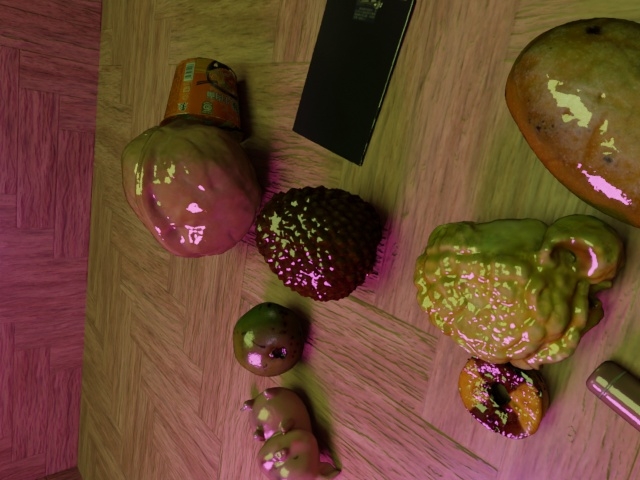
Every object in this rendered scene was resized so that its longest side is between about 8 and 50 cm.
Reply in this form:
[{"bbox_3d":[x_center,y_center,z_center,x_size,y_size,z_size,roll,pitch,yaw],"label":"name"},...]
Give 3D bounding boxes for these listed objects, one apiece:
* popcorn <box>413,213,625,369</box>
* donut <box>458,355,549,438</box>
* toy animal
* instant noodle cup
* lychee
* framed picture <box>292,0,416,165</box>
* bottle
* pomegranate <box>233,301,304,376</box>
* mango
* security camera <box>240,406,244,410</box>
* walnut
[{"bbox_3d":[0.276,0.078,0.672,0.286,0.174,0.225,-1,98,40],"label":"popcorn"},{"bbox_3d":[0.295,0.241,0.737,0.140,0.059,0.140,2,93,47],"label":"donut"},{"bbox_3d":[-0.086,0.477,1.099,0.166,0.154,0.250,-35,59,18],"label":"toy animal"},{"bbox_3d":[-0.329,-0.387,1.303,0.230,0.230,0.182,-12,73,48],"label":"instant noodle cup"},{"bbox_3d":[0.000,0.000,0.922,0.236,0.271,0.235,-35,39,34],"label":"lychee"},{"bbox_3d":[0.056,-0.367,1.016,0.255,0.014,0.338,36,118,41],"label":"framed picture"},{"bbox_3d":[0.422,0.221,0.599,0.140,0.053,0.053,45,123,37],"label":"bottle"},{"bbox_3d":[-0.136,0.246,1.146,0.210,0.179,0.179,148,113,-66],"label":"pomegranate"},{"bbox_3d":[0.377,-0.133,0.569,0.329,0.176,0.176,55,154,8],"label":"mango"},{"bbox_3d":[-0.179,0.498,1.289,0.092,0.058,0.058,55,130,15],"label":"security camera"},{"bbox_3d":[-0.332,-0.135,1.210,0.381,0.381,0.381,2,93,48],"label":"walnut"}]
